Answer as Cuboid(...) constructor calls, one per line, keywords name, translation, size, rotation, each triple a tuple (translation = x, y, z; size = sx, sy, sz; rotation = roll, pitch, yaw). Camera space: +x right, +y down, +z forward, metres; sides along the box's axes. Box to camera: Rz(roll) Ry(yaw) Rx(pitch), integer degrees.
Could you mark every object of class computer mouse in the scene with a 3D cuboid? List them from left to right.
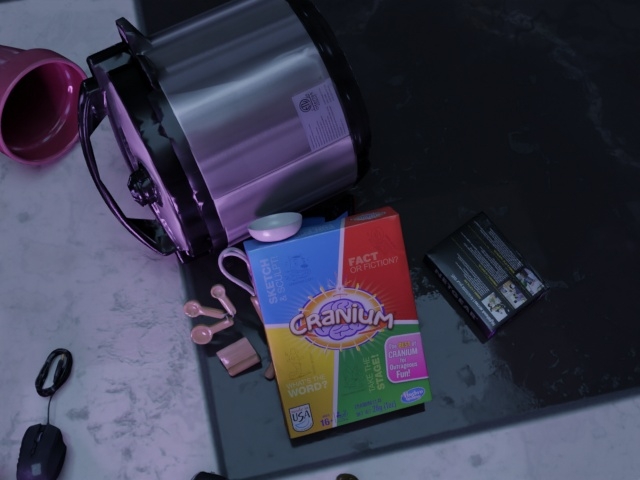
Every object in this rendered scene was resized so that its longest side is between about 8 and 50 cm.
Cuboid(name="computer mouse", translation=(-0.439, 0.283, 1.433), size=(0.071, 0.041, 0.242), rotation=(-4, 61, 7))

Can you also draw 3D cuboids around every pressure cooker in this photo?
Cuboid(name="pressure cooker", translation=(-0.171, -0.182, 1.450), size=(0.420, 0.375, 0.370), rotation=(-27, 75, -11))

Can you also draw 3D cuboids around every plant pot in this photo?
Cuboid(name="plant pot", translation=(-0.538, -0.257, 1.580), size=(0.180, 0.201, 0.201), rotation=(28, 71, 26))

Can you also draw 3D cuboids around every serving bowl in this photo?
Cuboid(name="serving bowl", translation=(-0.066, -0.017, 1.346), size=(0.083, 0.083, 0.027), rotation=(-14, 107, -6))

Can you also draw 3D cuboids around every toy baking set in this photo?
Cuboid(name="toy baking set", translation=(-0.105, 0.110, 1.436), size=(0.196, 0.030, 0.256), rotation=(32, 109, -15))

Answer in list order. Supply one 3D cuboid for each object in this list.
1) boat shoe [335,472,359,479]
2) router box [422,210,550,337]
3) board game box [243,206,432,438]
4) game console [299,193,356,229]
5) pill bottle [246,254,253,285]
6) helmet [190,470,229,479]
Cuboid(name="boat shoe", translation=(0.030, 0.441, 1.398), size=(0.056, 0.048, 0.153), rotation=(8, 76, -11))
Cuboid(name="router box", translation=(0.283, 0.056, 1.540), size=(0.133, 0.046, 0.179), rotation=(-35, 73, -12))
Cuboid(name="board game box", translation=(0.030, 0.129, 1.408), size=(0.242, 0.064, 0.317), rotation=(-14, 105, -7))
Cuboid(name="game console", translation=(0.000, 0.000, 1.540), size=(0.085, 0.124, 0.144), rotation=(7, 67, -27))
Cuboid(name="pill bottle", translation=(-0.088, 0.049, 1.497), size=(0.067, 0.120, 0.067), rotation=(0, 69, -1))
Cuboid(name="helmet", translation=(-0.174, 0.437, 1.330), size=(0.161, 0.169, 0.169), rotation=(-28, 72, 6))
